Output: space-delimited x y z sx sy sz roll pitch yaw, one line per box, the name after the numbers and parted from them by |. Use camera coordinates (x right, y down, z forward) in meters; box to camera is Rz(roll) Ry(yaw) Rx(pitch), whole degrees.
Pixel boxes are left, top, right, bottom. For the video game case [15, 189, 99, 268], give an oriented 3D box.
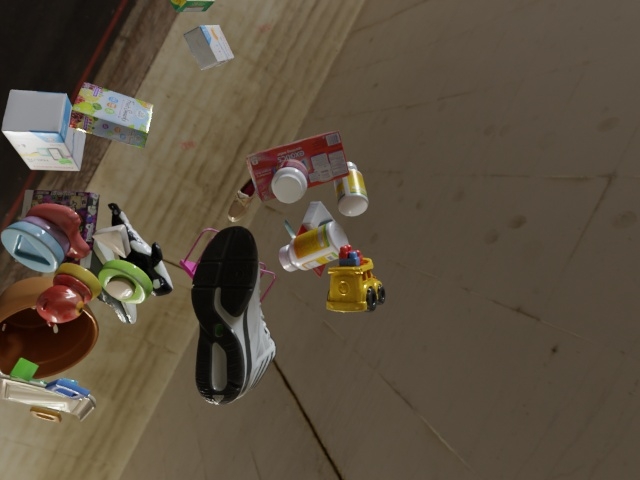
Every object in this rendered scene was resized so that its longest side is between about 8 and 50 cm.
-0.735 -0.034 1.185 0.042 0.232 0.210 20 75 -74 | video game case

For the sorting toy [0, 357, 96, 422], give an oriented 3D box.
-0.576 0.316 0.892 0.348 0.196 0.047 -40 -151 44 | sorting toy

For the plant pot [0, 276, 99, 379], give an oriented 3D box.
-0.861 0.246 1.300 0.203 0.291 0.290 41 -75 40 | plant pot

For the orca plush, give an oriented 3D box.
-0.517 0.037 1.149 0.151 0.287 0.102 -12 -166 36 | orca plush

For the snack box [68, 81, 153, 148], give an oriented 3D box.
-0.633 -0.383 1.301 0.070 0.207 0.174 -54 -145 35 | snack box

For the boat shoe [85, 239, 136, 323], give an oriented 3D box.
-0.669 0.133 1.322 0.116 0.099 0.319 -125 -160 -61 | boat shoe

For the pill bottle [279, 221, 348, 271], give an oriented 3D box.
-0.030 0.032 1.597 0.246 0.136 0.136 -22 -141 27 | pill bottle

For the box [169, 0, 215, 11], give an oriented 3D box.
-0.317 -0.582 0.906 0.043 0.179 0.105 -22 -165 34 | box

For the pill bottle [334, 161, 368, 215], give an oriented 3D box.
0.115 -0.207 1.666 0.117 0.118 0.208 -46 -142 37 | pill bottle

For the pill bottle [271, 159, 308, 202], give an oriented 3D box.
-0.074 -0.143 1.035 0.086 0.086 0.152 -55 -168 18 | pill bottle

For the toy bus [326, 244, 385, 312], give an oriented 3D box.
0.114 0.117 1.379 0.150 0.220 0.211 -4 -87 27 | toy bus

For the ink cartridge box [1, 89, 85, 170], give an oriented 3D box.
-1.108 -0.437 1.724 0.270 0.198 0.197 118 -31 -64 | ink cartridge box

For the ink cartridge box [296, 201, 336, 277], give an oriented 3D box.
0.000 0.000 2.087 0.066 0.296 0.261 1 -124 35 | ink cartridge box

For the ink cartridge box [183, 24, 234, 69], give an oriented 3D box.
-0.325 -0.583 1.277 0.062 0.104 0.181 -18 -157 18 | ink cartridge box

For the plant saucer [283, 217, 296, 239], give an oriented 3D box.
-0.130 -0.041 1.844 0.021 0.119 0.119 -30 -158 -4 | plant saucer

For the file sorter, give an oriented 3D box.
-0.334 0.108 1.561 0.291 0.202 0.182 38 -81 37 | file sorter

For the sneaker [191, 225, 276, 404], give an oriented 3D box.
-0.223 0.199 1.166 0.257 0.169 0.447 51 40 -73 | sneaker

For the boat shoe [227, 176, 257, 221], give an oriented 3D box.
-0.246 -0.140 1.361 0.170 0.063 0.059 -60 169 -13 | boat shoe

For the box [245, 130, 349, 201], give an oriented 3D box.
-0.066 -0.208 1.174 0.257 0.128 0.122 -19 -164 -9 | box

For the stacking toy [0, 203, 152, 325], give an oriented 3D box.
-0.566 0.080 0.983 0.130 0.280 0.308 -70 163 -48 | stacking toy
